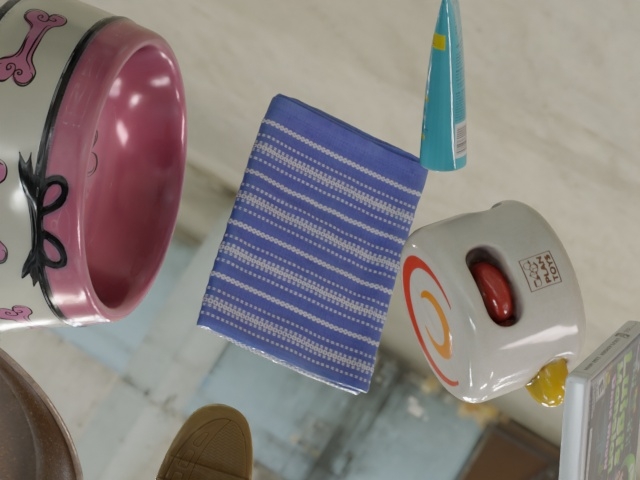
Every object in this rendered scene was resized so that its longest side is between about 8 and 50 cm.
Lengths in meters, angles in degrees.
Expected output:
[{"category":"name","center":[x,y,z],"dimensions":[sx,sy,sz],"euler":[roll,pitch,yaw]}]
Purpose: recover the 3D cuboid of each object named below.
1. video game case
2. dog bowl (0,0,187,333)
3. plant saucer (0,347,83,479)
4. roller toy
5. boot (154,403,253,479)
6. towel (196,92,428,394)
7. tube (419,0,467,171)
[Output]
[{"category":"video game case","center":[0.230,0.177,1.139],"dimensions":[0.022,0.190,0.173],"euler":[8,-165,26]},{"category":"dog bowl","center":[-0.278,-0.082,1.622],"dimensions":[0.150,0.408,0.408],"euler":[8,167,13]},{"category":"plant saucer","center":[-0.296,0.142,0.825],"dimensions":[0.310,0.310,0.050],"euler":[35,-161,-24]},{"category":"roller toy","center":[0.184,0.061,1.452],"dimensions":[0.209,0.146,0.191],"euler":[-129,25,-54]},{"category":"boot","center":[-0.126,0.275,1.459],"dimensions":[0.095,0.262,0.203],"euler":[9,-171,-3]},{"category":"towel","center":[0.000,0.000,1.757],"dimensions":[0.243,0.336,0.040],"euler":[25,156,-19]},{"category":"tube","center":[0.135,-0.178,1.494],"dimensions":[0.052,0.207,0.080],"euler":[2,-156,4]}]
